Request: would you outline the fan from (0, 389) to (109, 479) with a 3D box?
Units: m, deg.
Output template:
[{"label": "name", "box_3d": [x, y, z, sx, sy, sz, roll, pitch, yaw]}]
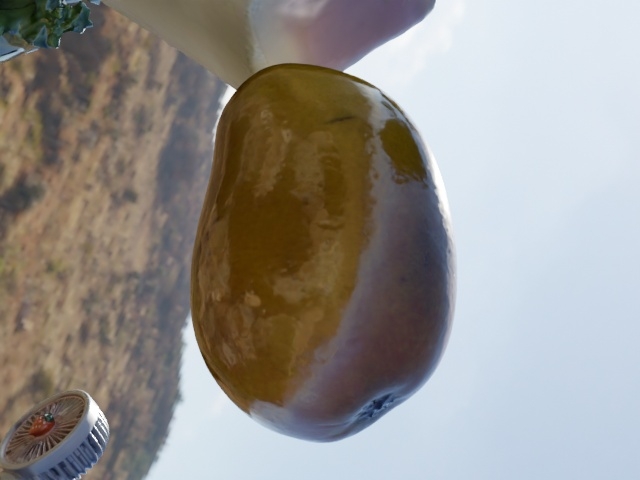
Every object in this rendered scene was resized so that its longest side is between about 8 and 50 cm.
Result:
[{"label": "fan", "box_3d": [-0.347, 0.275, 1.414, 0.130, 0.074, 0.244, -1, -141, 46]}]

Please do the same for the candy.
[{"label": "candy", "box_3d": [-0.078, -0.286, 1.218, 0.208, 0.359, 0.145, -38, 140, -18]}]

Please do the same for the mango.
[{"label": "mango", "box_3d": [0.000, 0.000, 0.969, 0.173, 0.211, 0.317, 55, 28, -68]}]

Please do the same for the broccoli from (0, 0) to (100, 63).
[{"label": "broccoli", "box_3d": [-0.294, -0.162, 0.715, 0.375, 0.249, 0.302, -29, -166, 8]}]
